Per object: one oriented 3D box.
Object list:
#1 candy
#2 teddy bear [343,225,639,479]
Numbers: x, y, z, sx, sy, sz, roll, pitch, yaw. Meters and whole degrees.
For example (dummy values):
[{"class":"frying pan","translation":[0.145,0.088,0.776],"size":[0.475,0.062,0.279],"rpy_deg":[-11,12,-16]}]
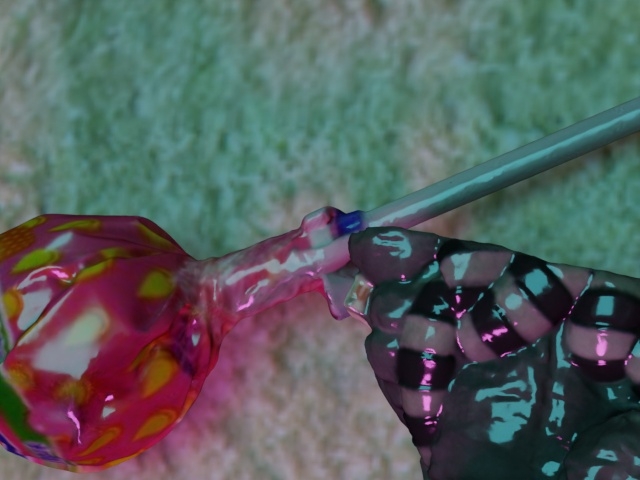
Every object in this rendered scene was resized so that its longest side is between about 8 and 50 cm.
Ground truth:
[{"class":"candy","translation":[0.000,0.000,0.905],"size":[0.365,0.124,0.124],"rpy_deg":[-23,69,6]},{"class":"teddy bear","translation":[0.098,0.119,0.809],"size":[0.171,0.144,0.251],"rpy_deg":[-2,78,7]}]
